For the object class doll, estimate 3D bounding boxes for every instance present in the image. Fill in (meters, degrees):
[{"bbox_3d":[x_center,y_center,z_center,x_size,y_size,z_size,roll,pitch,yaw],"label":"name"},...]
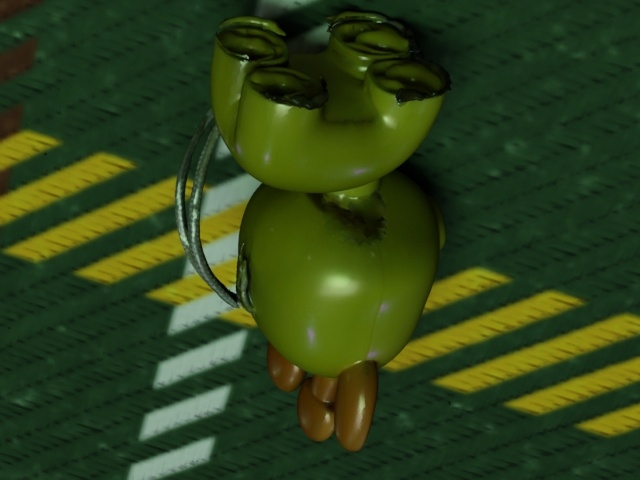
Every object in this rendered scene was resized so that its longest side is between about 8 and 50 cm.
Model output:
[{"bbox_3d":[0.000,0.000,0.992,0.135,0.143,0.221,-10,129,-24],"label":"doll"}]
